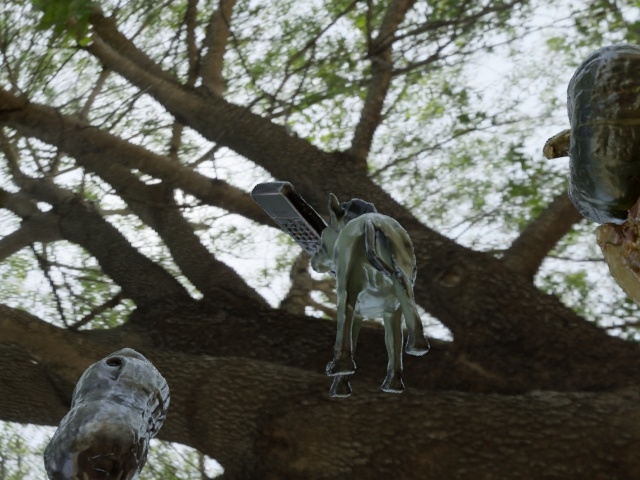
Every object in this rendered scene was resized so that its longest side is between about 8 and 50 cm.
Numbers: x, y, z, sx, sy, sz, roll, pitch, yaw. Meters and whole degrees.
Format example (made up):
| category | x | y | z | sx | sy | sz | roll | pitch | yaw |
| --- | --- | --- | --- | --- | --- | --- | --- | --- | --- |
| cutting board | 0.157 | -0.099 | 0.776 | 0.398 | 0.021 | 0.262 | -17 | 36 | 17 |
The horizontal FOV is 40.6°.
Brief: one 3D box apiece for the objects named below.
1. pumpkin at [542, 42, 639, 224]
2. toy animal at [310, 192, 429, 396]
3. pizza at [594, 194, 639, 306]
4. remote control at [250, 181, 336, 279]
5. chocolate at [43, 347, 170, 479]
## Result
| category | x | y | z | sx | sy | sz | roll | pitch | yaw |
| --- | --- | --- | --- | --- | --- | --- | --- | --- | --- |
| pumpkin | 0.420 | -0.145 | 1.256 | 0.260 | 0.189 | 0.260 | -6 | -90 | -72 |
| toy animal | 0.035 | 0.024 | 0.655 | 0.073 | 0.217 | 0.176 | -2 | -107 | -4 |
| pizza | 0.492 | -0.018 | 1.040 | 0.114 | 0.409 | 0.277 | 22 | -90 | -25 |
| remote control | 0.000 | 0.000 | 0.989 | 0.212 | 0.059 | 0.028 | 45 | -125 | -40 |
| chocolate | -0.224 | 0.196 | 0.927 | 0.110 | 0.248 | 0.110 | 0 | -75 | 2 |
